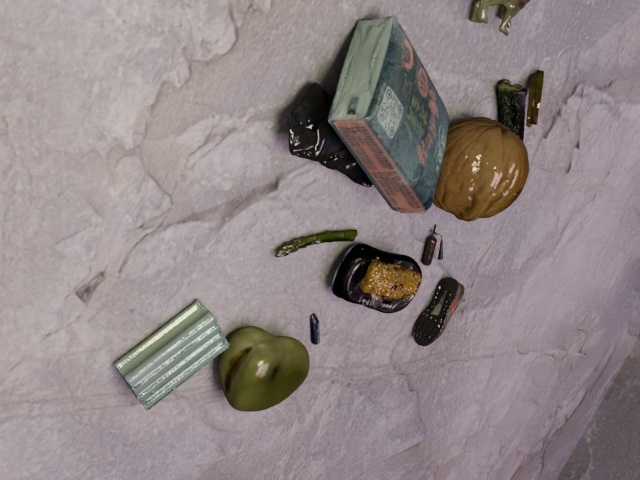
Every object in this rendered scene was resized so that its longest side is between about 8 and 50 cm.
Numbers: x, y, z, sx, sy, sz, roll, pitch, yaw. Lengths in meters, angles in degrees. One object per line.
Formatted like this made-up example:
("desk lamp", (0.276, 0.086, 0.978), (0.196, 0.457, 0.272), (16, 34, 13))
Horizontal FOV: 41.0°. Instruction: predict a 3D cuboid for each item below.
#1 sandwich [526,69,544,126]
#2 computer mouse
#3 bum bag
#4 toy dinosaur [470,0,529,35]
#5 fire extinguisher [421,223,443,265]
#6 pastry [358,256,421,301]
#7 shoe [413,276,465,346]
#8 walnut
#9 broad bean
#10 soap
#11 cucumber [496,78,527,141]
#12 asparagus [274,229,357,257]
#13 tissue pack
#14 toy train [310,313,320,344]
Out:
("sandwich", (0.485, -0.327, 1.936), (0.067, 0.029, 0.135), (53, 46, -73))
("computer mouse", (0.115, 0.077, 1.859), (0.233, 0.096, 0.137), (19, 96, -40))
("bum bag", (0.039, -0.191, 1.585), (0.310, 0.074, 0.137), (17, 91, -57))
("toy dinosaur", (0.365, -0.495, 1.686), (0.294, 0.077, 0.162), (-6, 120, -60))
("fire extinguisher", (0.268, 0.017, 2.009), (0.032, 0.046, 0.100), (-30, 140, -46))
("pastry", (0.145, 0.085, 1.787), (0.140, 0.056, 0.080), (21, 87, -34))
("shoe", (0.306, 0.184, 2.163), (0.077, 0.074, 0.194), (10, 110, -54))
("walnut", (0.329, -0.149, 1.820), (0.228, 0.228, 0.228), (-27, 135, -30))
("broad bean", (-0.111, 0.277, 1.765), (0.189, 0.121, 0.263), (-51, 145, -1))
("soap", (-0.273, 0.211, 1.589), (0.198, 0.063, 0.114), (-37, 141, -19))
("cucumber", (0.436, -0.262, 1.952), (0.067, 0.067, 0.245), (-36, 141, -20))
("asparagus", (-0.001, 0.000, 1.733), (0.236, 0.027, 0.034), (-11, 116, -41))
("tissue pack", (0.137, -0.222, 1.572), (0.315, 0.103, 0.227), (47, 53, -51))
("toy train", (-0.012, 0.195, 1.884), (0.017, 0.017, 0.083), (-29, 136, -29))
